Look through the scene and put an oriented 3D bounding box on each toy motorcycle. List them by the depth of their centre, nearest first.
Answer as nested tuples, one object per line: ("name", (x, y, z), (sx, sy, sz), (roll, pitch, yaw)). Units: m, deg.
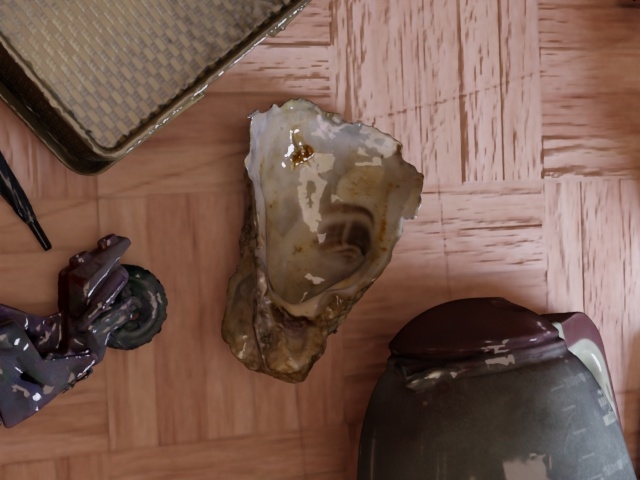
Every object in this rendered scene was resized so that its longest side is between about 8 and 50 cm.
("toy motorcycle", (-0.217, 0.065, 0.779), (0.213, 0.082, 0.122), (-34, 113, -25))

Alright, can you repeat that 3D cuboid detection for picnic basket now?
("picnic basket", (-0.123, -0.183, 0.772), (0.267, 0.139, 0.165), (-42, 104, -15))

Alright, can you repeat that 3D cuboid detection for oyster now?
("oyster", (-0.014, 0.003, 0.851), (0.162, 0.107, 0.232), (20, 66, -15))

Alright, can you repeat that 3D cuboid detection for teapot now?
("teapot", (0.165, 0.197, 0.867), (0.315, 0.233, 0.312), (-5, 88, -49))

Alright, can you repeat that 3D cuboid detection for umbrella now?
("umbrella", (-0.272, -0.104, 0.773), (0.044, 0.044, 0.269), (-26, 101, 13))
